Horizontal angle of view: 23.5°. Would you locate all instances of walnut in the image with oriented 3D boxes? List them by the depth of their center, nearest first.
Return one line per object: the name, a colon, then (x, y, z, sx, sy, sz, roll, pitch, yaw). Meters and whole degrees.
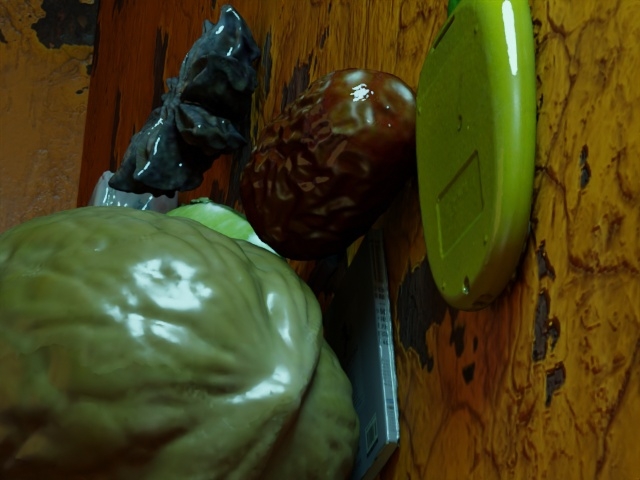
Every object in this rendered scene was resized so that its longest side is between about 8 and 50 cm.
walnut: (-0.129, 0.118, 1.083, 0.333, 0.332, 0.333, -172, 90, -76)

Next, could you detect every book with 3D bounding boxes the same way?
book: (0.028, 0.097, 1.129, 0.127, 0.014, 0.182, 116, 156, -51)

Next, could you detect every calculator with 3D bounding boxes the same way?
calculator: (0.092, -0.071, 0.930, 0.146, 0.032, 0.235, 123, 149, -59)

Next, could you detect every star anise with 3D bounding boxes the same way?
star anise: (-0.132, -0.133, 1.691, 0.223, 0.109, 0.236, -44, 20, 31)

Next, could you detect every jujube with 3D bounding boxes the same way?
jujube: (0.011, -0.056, 1.094, 0.176, 0.109, 0.112, -42, 60, 53)

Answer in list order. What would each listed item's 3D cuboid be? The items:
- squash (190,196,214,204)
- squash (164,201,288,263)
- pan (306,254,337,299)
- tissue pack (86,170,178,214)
squash: (-0.128, 0.073, 1.640, 0.066, 0.066, 0.252, -115, 35, -64)
squash: (-0.123, 0.111, 1.350, 0.309, 0.233, 0.210, -52, -23, 9)
pan: (0.003, 0.001, 1.220, 0.115, 0.040, 0.212, 121, 157, -55)
tissue pack: (-0.264, 0.064, 2.057, 0.201, 0.124, 0.271, 134, 140, -65)
